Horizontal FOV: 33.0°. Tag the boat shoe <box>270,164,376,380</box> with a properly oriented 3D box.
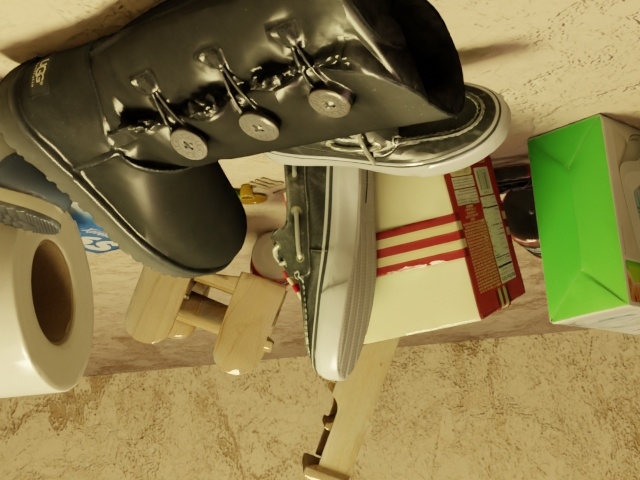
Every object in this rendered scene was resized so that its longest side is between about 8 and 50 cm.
[{"bbox_3d":[0.000,0.000,1.317,0.119,0.335,0.121,2,176,18],"label":"boat shoe"}]

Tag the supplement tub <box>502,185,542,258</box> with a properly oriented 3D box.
[{"bbox_3d":[0.360,-0.026,1.731,0.106,0.106,0.198,-11,164,23],"label":"supplement tub"}]

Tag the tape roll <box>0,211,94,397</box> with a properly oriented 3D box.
[{"bbox_3d":[-0.400,0.072,1.319,0.169,0.246,0.246,-7,165,8],"label":"tape roll"}]

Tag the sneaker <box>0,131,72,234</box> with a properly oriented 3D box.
[{"bbox_3d":[-0.413,-0.120,1.177,0.319,0.131,0.112,24,163,-13],"label":"sneaker"}]

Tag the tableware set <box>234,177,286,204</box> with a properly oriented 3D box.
[{"bbox_3d":[-0.075,-0.059,1.640,0.104,0.024,0.154,-15,163,36],"label":"tableware set"}]

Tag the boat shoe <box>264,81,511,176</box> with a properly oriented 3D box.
[{"bbox_3d":[0.052,-0.143,1.196,0.306,0.113,0.105,7,164,23],"label":"boat shoe"}]

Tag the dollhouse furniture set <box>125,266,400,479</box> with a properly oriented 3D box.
[{"bbox_3d":[-0.107,0.191,1.680,0.394,0.256,0.362,20,175,0],"label":"dollhouse furniture set"}]

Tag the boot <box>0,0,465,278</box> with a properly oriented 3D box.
[{"bbox_3d":[-0.053,-0.113,1.094,0.445,0.146,0.367,-16,145,31],"label":"boot"}]

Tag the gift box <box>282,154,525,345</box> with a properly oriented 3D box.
[{"bbox_3d":[0.104,-0.009,1.468,0.258,0.276,0.255,-16,175,26],"label":"gift box"}]

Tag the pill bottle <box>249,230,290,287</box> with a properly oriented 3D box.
[{"bbox_3d":[-0.081,0.042,1.900,0.086,0.086,0.152,-3,165,-6],"label":"pill bottle"}]

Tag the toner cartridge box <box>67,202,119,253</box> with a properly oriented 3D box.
[{"bbox_3d":[-0.358,-0.060,1.456,0.165,0.075,0.348,-14,162,29],"label":"toner cartridge box"}]

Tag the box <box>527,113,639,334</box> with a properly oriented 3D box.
[{"bbox_3d":[0.410,-0.013,1.490,0.231,0.262,0.127,11,159,-43],"label":"box"}]

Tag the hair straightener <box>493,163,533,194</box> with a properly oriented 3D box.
[{"bbox_3d":[0.252,-0.091,1.596,0.230,0.047,0.089,-13,164,14],"label":"hair straightener"}]
